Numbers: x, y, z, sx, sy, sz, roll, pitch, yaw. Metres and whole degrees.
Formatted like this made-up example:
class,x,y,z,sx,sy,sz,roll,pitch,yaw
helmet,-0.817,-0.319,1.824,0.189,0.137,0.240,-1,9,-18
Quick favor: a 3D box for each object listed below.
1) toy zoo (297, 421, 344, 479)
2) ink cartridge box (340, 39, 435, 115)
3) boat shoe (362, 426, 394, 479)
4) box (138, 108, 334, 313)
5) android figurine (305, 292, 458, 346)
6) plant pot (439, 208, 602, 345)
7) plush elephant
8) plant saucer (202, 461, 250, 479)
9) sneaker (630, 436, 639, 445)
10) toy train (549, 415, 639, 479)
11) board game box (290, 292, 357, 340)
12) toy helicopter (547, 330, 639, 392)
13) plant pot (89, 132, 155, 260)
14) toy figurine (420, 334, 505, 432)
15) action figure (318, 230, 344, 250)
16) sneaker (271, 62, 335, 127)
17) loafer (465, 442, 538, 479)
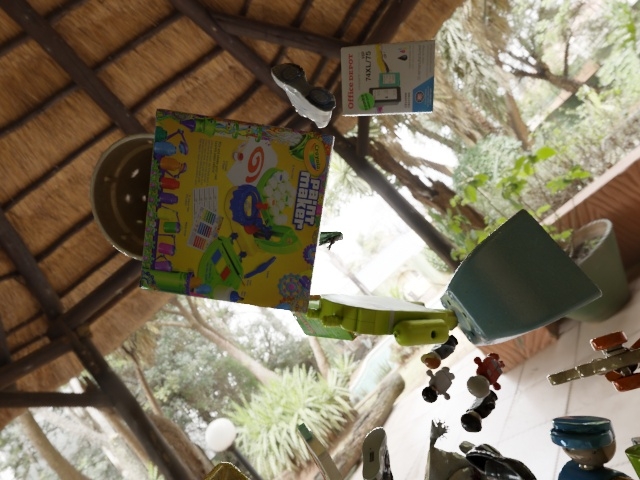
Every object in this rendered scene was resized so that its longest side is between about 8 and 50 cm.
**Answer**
class,x,y,z,sx,sy,sz,roll,pitch,yaw
toy zoo,0.025,0.578,1.023,0.030,0.293,0.192,-29,0,-18
ink cartridge box,0.212,-0.492,1.287,0.197,0.270,0.198,-52,-39,-68
boat shoe,0.143,0.544,1.009,0.065,0.083,0.183,-26,7,17
box,-0.135,-0.052,0.734,0.177,0.279,0.289,-86,5,-82
android figurine,0.108,0.138,0.759,0.273,0.056,0.248,5,1,-29
plant pot,0.442,0.126,1.014,0.252,0.247,0.248,-33,-21,-5
plush elephant,0.456,0.732,1.270,0.272,0.255,0.330,51,-134,-74
plant saucer,-0.137,0.581,0.667,0.081,0.333,0.333,-60,-13,16
sneaker,0.799,0.479,0.937,0.122,0.110,0.283,-40,-41,19
toy train,0.283,0.223,0.311,0.105,0.143,0.248,-7,-13,-12
board game box,-0.006,0.202,1.103,0.039,0.124,0.259,-36,10,-31
toy helicopter,0.816,0.361,1.205,0.235,0.140,0.355,-7,-27,-22
plant pot,-0.423,-0.131,1.218,0.334,0.334,0.305,-45,0,13
toy figurine,0.383,0.393,1.149,0.148,0.210,0.213,-30,-50,-39
action figure,0.000,0.000,1.314,0.137,0.063,0.232,-2,7,42
sneaker,-0.073,-0.502,1.440,0.111,0.297,0.129,-33,-21,-22
loafer,0.455,0.584,1.049,0.078,0.076,0.223,-13,-2,-16
